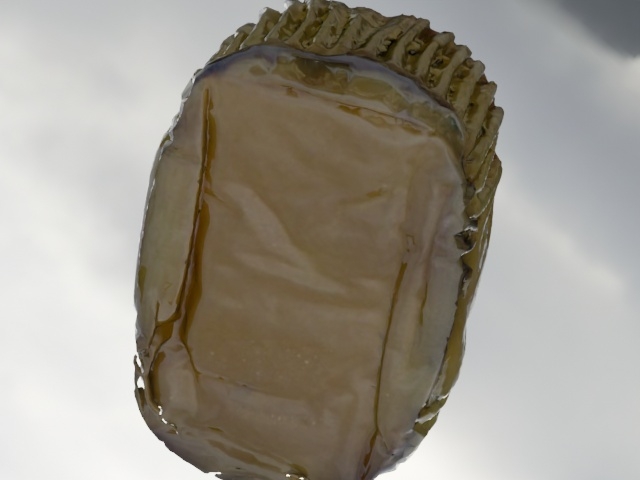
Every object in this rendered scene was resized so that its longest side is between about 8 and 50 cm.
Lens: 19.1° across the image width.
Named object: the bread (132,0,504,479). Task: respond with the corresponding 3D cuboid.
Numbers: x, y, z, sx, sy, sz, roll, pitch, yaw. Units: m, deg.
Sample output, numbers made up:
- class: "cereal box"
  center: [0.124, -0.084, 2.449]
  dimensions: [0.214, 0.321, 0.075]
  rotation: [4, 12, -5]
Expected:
- class: "bread"
  center: [0.000, 0.000, 0.741]
  dimensions: [0.132, 0.190, 0.114]
  rotation: [15, -156, 4]
